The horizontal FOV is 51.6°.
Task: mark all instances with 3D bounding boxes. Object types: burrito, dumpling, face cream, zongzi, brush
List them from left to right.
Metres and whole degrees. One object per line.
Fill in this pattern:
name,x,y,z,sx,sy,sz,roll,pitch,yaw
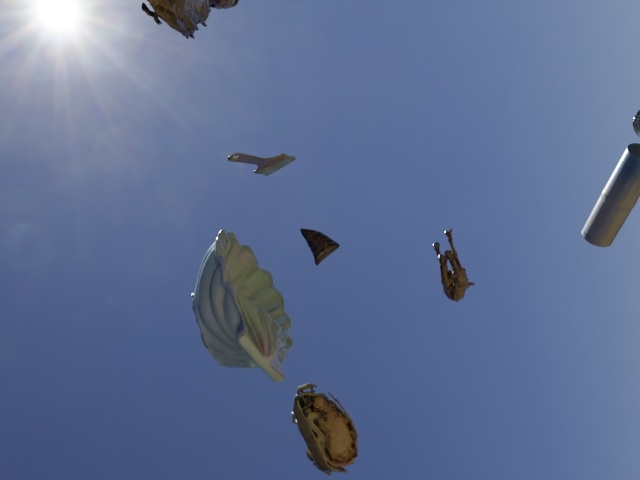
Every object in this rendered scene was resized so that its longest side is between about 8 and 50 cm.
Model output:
dumpling,-0.159,-0.362,0.794,0.166,0.086,0.332,30,-139,-53
brush,-0.131,-0.165,1.383,0.205,0.083,0.011,0,-114,-64
zongzi,0.000,0.000,1.418,0.083,0.067,0.073,49,-159,10
burrito,0.008,0.397,1.356,0.107,0.175,0.348,-35,-16,-16
face cream,0.686,-0.100,1.522,0.077,0.077,0.250,-50,-22,-45

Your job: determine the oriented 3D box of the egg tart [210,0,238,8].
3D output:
egg tart,-0.224,-0.558,1.275,0.094,0.234,0.234,-41,-54,-16

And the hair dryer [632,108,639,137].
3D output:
hair dryer,0.571,-0.222,0.938,0.320,0.155,0.284,-117,10,-58

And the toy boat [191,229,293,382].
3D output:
toy boat,-0.124,0.105,1.016,0.199,0.100,0.290,51,-172,-28

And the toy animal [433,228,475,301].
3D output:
toy animal,0.305,0.081,1.485,0.275,0.054,0.149,49,-148,-52
